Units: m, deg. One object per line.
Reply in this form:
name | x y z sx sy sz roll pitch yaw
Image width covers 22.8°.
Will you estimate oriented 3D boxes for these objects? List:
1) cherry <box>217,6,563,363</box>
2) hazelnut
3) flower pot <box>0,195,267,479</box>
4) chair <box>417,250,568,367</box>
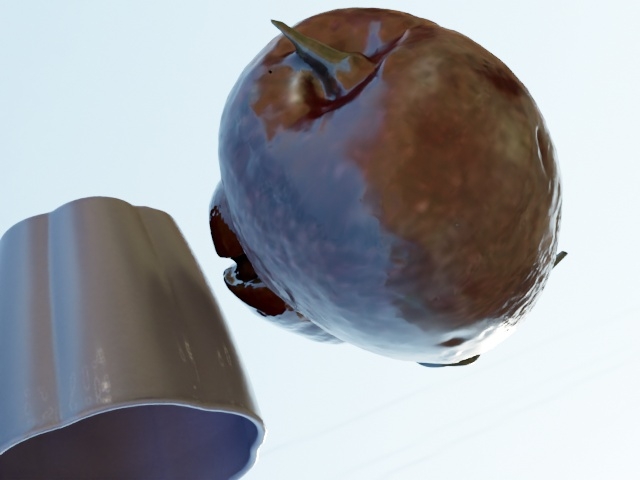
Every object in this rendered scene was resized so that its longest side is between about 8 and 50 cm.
cherry | 0.052 -0.030 1.047 0.203 0.230 0.300 -55 -43 -23
hazelnut | 0.000 0.000 1.430 0.204 0.178 0.178 62 -150 -13
flower pot | -0.201 0.107 1.461 0.265 0.265 0.243 24 -139 -47
chair | 0.197 0.071 1.918 0.095 0.221 0.104 25 -145 -20
